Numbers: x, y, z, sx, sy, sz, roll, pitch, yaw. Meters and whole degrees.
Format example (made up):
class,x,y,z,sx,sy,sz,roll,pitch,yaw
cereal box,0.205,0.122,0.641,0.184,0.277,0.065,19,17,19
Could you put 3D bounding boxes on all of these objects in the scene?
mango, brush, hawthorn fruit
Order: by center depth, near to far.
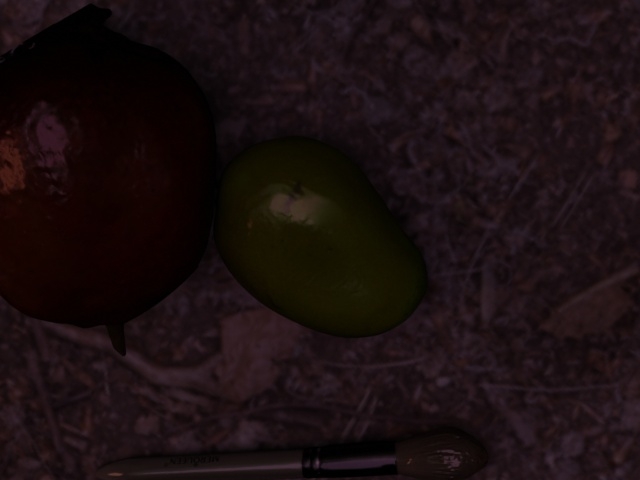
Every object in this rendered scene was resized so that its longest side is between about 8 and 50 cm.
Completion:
class,x,y,z,sx,sy,sz,roll,pitch,yaw
hawthorn fruit,-0.162,-0.028,0.794,0.189,0.189,0.251,-2,108,6
mango,-0.006,0.003,0.826,0.117,0.089,0.163,-36,96,9
brush,-0.024,0.169,0.888,0.299,0.042,0.039,-5,100,10
